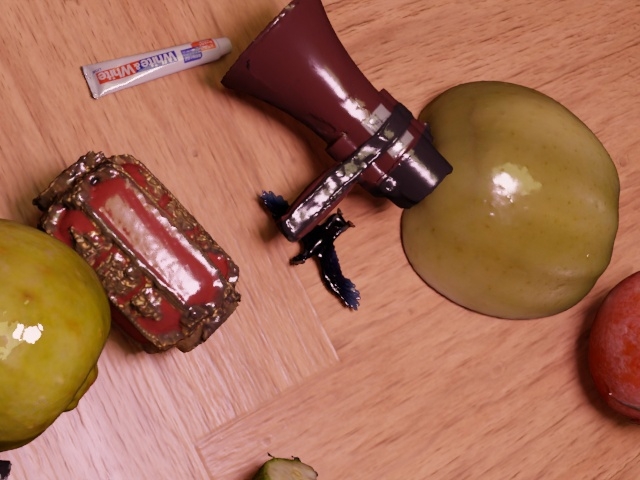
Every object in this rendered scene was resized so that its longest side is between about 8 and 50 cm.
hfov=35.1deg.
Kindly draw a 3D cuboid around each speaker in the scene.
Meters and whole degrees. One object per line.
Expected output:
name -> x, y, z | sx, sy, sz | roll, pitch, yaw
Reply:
speaker -> 0.014, -0.161, 1.389 | 0.329, 0.198, 0.259 | 48, 42, -1

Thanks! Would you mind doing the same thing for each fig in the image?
fig -> -0.395, 0.081, 1.112 | 0.326, 0.258, 0.258 | 30, 63, 2

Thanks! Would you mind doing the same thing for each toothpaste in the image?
toothpaste -> -0.225, -0.248, 1.418 | 0.218, 0.033, 0.052 | -21, 81, -26

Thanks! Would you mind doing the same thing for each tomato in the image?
tomato -> 0.545, 0.157, 1.555 | 0.265, 0.265, 0.265 | 8, 72, -25

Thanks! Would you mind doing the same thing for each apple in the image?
apple -> 0.312, -0.068, 1.603 | 0.360, 0.312, 0.320 | 18, 113, -20

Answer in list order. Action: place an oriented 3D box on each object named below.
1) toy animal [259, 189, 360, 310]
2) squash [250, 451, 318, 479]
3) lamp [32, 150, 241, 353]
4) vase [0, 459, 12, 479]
toy animal -> 0.000, 0.000, 1.449 | 0.108, 0.062, 0.220 | -44, 99, -12
squash -> -0.104, 0.429, 1.279 | 0.111, 0.203, 0.289 | 29, 100, -19
lamp -> -0.228, 0.018, 1.261 | 0.274, 0.177, 0.177 | 45, 61, -8
vase -> -0.439, 0.249, 1.145 | 0.167, 0.059, 0.059 | 26, 65, -18
